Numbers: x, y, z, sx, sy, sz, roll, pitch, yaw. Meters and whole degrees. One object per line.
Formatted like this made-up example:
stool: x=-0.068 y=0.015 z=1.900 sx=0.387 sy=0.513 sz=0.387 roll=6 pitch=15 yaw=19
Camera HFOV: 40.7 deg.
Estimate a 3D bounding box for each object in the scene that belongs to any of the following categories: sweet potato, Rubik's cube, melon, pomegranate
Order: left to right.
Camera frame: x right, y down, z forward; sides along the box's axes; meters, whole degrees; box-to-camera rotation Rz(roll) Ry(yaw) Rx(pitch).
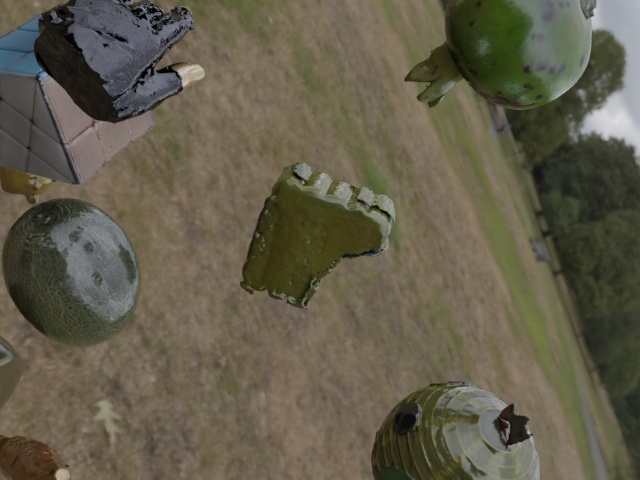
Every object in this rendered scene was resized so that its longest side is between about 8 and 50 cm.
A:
sweet potato: x=-0.377 y=0.292 z=1.128 sx=0.072 sy=0.314 sz=0.066 roll=5 pitch=89 yaw=-33
Rubik's cube: x=-0.478 y=-0.265 z=1.583 sx=0.225 sy=0.231 sz=0.221 roll=-50 pitch=141 yaw=-40
melon: x=-0.454 y=0.065 z=1.597 sx=0.302 sy=0.237 sz=0.238 roll=78 pitch=5 yaw=-45
pomegranate: x=0.233 y=-0.266 z=1.134 sx=0.211 sy=0.263 sz=0.211 roll=40 pitch=40 yaw=-44

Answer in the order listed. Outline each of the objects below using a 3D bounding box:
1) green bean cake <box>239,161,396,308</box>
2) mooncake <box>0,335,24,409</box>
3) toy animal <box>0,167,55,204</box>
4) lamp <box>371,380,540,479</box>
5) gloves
green bean cake: x=0.000 y=0.000 z=1.897 sx=0.285 sy=0.310 sz=0.202 roll=24 pitch=26 yaw=-2
mooncake: x=-0.764 y=0.296 z=1.638 sx=0.200 sy=0.378 sz=0.378 roll=40 pitch=14 yaw=5
toy animal: x=-0.774 y=-0.235 z=2.249 sx=0.195 sy=0.169 sz=0.281 roll=2 pitch=-68 yaw=64
lamp: x=0.206 y=0.317 z=1.237 sx=0.250 sy=0.284 sz=0.250 roll=16 pitch=48 yaw=-19
gloves: x=-0.188 y=-0.210 z=0.877 sx=0.181 sy=0.129 sz=0.106 roll=-51 pitch=164 yaw=-36
